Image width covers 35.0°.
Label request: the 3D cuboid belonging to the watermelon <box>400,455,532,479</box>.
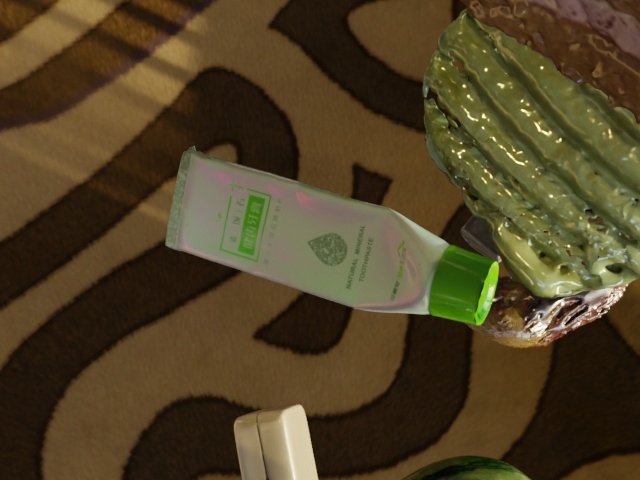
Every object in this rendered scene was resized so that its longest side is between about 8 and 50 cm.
[{"bbox_3d":[0.076,0.225,0.658,0.187,0.141,0.141,-32,74,-13],"label":"watermelon"}]

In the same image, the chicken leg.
[{"bbox_3d":[0.289,0.060,1.425,0.322,0.083,0.177,-25,75,-1],"label":"chicken leg"}]

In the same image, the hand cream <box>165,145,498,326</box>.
[{"bbox_3d":[0.001,0.000,0.784,0.275,0.050,0.079,17,75,22],"label":"hand cream"}]

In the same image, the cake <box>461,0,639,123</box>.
[{"bbox_3d":[0.135,-0.078,0.336,0.112,0.116,0.295,-32,60,-4],"label":"cake"}]

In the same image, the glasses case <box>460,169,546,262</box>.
[{"bbox_3d":[0.280,-0.059,1.416,0.072,0.042,0.190,36,78,28],"label":"glasses case"}]

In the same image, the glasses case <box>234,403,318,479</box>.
[{"bbox_3d":[-0.042,0.403,1.423,0.076,0.144,0.336,-12,82,10],"label":"glasses case"}]

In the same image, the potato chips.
[{"bbox_3d":[0.296,-0.121,1.100,0.097,0.373,0.389,-31,95,-43],"label":"potato chips"}]
